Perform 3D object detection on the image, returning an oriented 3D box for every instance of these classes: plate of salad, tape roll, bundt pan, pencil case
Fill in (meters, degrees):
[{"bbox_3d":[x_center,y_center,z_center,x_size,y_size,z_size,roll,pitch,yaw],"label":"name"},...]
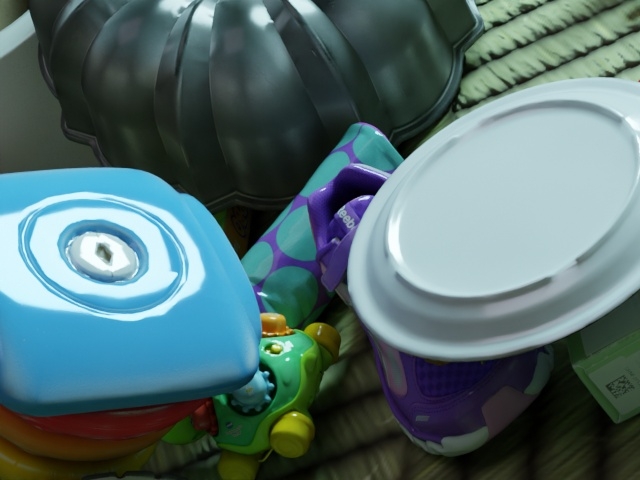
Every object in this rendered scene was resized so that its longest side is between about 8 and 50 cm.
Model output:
[{"bbox_3d":[0.108,-0.008,0.956,0.200,0.048,0.200,-21,37,17],"label":"plate of salad"},{"bbox_3d":[-0.198,-0.145,1.501,0.246,0.169,0.246,-29,30,19],"label":"tape roll"},{"bbox_3d":[-0.055,-0.189,1.268,0.331,0.124,0.331,-4,65,9],"label":"bundt pan"},{"bbox_3d":[0.000,0.000,1.172,0.152,0.064,0.070,-51,-8,-16],"label":"pencil case"}]

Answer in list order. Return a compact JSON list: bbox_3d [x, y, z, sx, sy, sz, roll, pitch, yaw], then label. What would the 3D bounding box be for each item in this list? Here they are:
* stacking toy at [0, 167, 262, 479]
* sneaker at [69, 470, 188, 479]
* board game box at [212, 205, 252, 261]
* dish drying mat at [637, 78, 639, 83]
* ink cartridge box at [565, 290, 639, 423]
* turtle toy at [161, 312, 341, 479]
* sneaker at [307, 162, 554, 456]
[{"bbox_3d":[-0.161,0.115,1.079,0.175,0.165,0.302,58,140,37],"label":"stacking toy"},{"bbox_3d":[-0.167,0.220,0.983,0.297,0.111,0.129,-20,50,-13],"label":"sneaker"},{"bbox_3d":[-0.108,0.039,1.263,0.124,0.039,0.259,-30,24,20],"label":"board game box"},{"bbox_3d":[0.197,-0.087,1.115,0.083,0.008,0.032,-48,30,-14],"label":"dish drying mat"},{"bbox_3d":[0.226,-0.028,0.948,0.235,0.056,0.171,-30,30,17],"label":"ink cartridge box"},{"bbox_3d":[-0.049,0.091,1.098,0.130,0.066,0.095,-32,27,39],"label":"turtle toy"},{"bbox_3d":[0.048,0.028,1.035,0.095,0.104,0.236,-37,30,4],"label":"sneaker"}]
